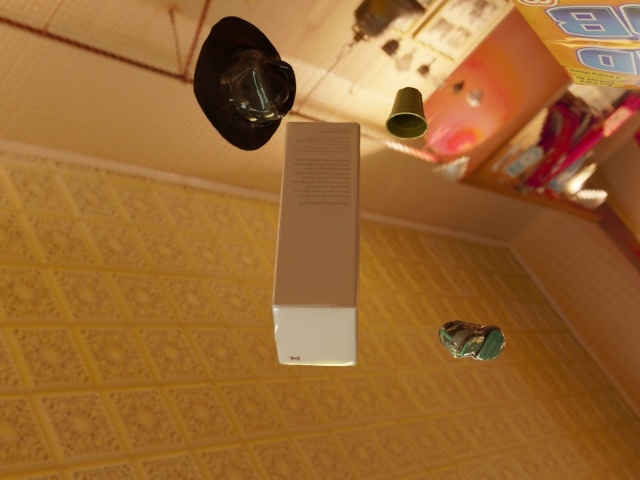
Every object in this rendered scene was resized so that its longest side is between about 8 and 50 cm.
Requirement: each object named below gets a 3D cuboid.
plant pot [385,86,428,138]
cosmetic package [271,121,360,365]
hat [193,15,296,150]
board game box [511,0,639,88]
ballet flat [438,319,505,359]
[{"bbox_3d":[0.169,-0.252,1.721,0.083,0.083,0.079,28,-127,-32],"label":"plant pot"},{"bbox_3d":[0.000,0.000,1.793,0.161,0.230,0.453,1,-125,3],"label":"cosmetic package"},{"bbox_3d":[-0.145,-0.372,2.119,0.134,0.331,0.331,6,178,38],"label":"hat"},{"bbox_3d":[0.489,-0.415,1.139,0.356,0.357,0.356,12,174,33],"label":"board game box"},{"bbox_3d":[0.246,0.157,1.455,0.070,0.070,0.188,56,-162,25],"label":"ballet flat"}]
